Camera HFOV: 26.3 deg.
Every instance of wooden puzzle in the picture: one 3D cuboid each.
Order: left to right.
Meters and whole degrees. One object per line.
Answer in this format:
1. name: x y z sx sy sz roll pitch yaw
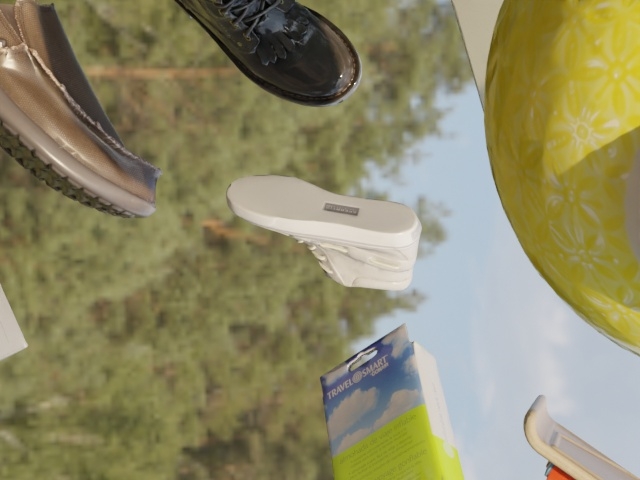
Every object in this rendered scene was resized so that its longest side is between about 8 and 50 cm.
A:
1. wooden puzzle: 0.283 0.241 1.285 0.044 0.239 0.221 -52 169 6

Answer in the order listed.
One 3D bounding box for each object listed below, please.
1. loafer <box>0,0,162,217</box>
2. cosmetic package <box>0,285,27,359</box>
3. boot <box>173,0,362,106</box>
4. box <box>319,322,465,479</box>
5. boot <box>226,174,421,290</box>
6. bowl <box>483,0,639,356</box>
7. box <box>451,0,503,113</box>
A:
1. loafer: -0.273 -0.162 1.252 0.130 0.366 0.134 -51 -163 -13
2. cosmetic package: -0.332 0.066 0.972 0.127 0.107 0.238 65 28 -2
3. boot: -0.083 -0.220 1.219 0.091 0.263 0.229 -54 174 1
4. box: 0.060 0.171 1.196 0.109 0.042 0.178 -34 -140 23
5. boot: 0.000 0.000 1.785 0.095 0.258 0.123 -62 161 -47
6. bowl: 0.210 -0.036 0.636 0.156 0.290 0.289 -63 159 -60
7. box: 0.200 -0.220 1.352 0.275 0.094 0.113 56 48 -64
